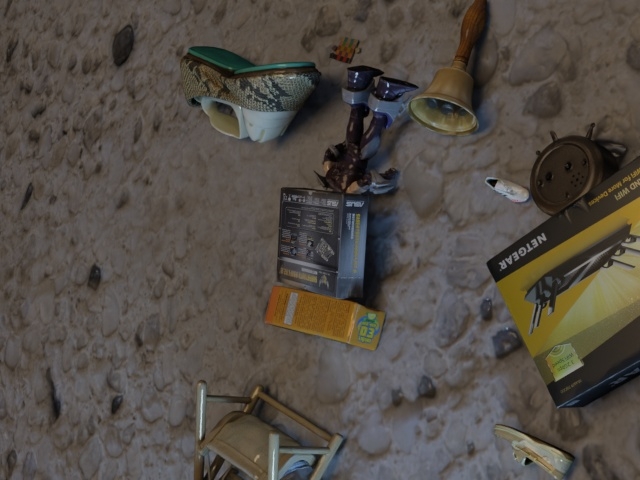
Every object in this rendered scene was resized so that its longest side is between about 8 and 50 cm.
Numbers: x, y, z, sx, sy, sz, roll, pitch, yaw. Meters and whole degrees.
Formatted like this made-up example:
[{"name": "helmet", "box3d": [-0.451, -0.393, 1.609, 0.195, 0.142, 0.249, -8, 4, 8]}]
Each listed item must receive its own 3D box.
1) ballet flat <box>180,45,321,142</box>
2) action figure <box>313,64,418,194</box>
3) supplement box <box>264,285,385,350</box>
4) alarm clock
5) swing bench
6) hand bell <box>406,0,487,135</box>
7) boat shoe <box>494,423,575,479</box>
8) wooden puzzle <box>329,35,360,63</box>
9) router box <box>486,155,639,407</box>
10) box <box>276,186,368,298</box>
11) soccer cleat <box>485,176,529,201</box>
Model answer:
[{"name": "ballet flat", "box3d": [-0.148, -0.298, 2.188, 0.483, 0.164, 0.182, 21, 113, 54]}, {"name": "action figure", "box3d": [0.074, -0.167, 1.924, 0.185, 0.099, 0.285, 36, 117, 40]}, {"name": "supplement box", "box3d": [0.005, 0.138, 1.896, 0.233, 0.078, 0.080, 6, 80, 48]}, {"name": "alarm clock", "box3d": [0.383, -0.077, 1.589, 0.129, 0.064, 0.192, -29, 59, 37]}, {"name": "swing bench", "box3d": [-0.129, 0.413, 1.876, 0.253, 0.165, 0.254, 23, 98, 48]}, {"name": "hand bell", "box3d": [0.242, -0.315, 1.813, 0.126, 0.126, 0.242, -1, 63, 46]}, {"name": "boat shoe", "box3d": [0.303, 0.307, 1.535, 0.135, 0.050, 0.045, 20, 85, 48]}, {"name": "wooden puzzle", "box3d": [0.051, -0.378, 2.091, 0.083, 0.006, 0.049, 27, 96, 48]}, {"name": "router box", "box3d": [0.411, 0.056, 1.462, 0.309, 0.081, 0.243, -39, 61, 31]}, {"name": "box", "box3d": [0.000, 0.000, 1.904, 0.231, 0.056, 0.183, 10, 99, 60]}, {"name": "soccer cleat", "box3d": [0.300, -0.083, 1.694, 0.083, 0.036, 0.029, 32, 99, 48]}]
